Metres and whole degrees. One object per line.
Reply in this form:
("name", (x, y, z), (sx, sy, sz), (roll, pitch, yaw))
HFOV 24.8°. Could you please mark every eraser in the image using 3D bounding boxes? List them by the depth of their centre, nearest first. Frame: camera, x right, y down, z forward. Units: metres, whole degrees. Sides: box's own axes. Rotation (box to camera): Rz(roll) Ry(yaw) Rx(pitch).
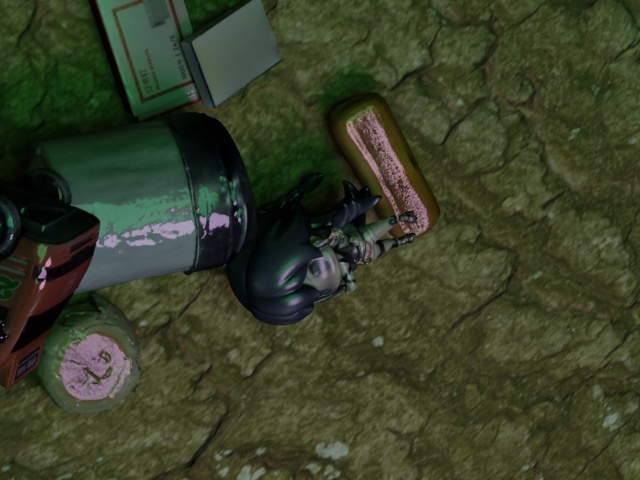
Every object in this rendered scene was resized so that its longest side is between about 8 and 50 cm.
("eraser", (-0.121, -0.262, 2.011), (0.150, 0.023, 0.103), (-41, 122, -37))

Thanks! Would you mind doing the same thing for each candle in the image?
("candle", (-0.271, -0.043, 1.925), (0.343, 0.221, 0.221), (-14, 111, -19))

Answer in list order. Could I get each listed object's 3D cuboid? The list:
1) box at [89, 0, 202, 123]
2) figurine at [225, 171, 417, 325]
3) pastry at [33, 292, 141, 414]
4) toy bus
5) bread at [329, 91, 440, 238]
("box", (-0.235, -0.284, 1.965), (0.123, 0.050, 0.229), (-23, 114, -18))
("figurine", (-0.010, 0.012, 2.086), (0.265, 0.197, 0.175), (-29, 117, -38))
("pastry", (-0.325, 0.163, 2.036), (0.166, 0.088, 0.165), (-9, 110, -26))
("toy bus", (-0.497, 0.000, 1.734), (0.427, 0.203, 0.233), (18, 105, 7))
("bread", (0.094, -0.109, 2.165), (0.093, 0.074, 0.239), (-33, 117, -7))
